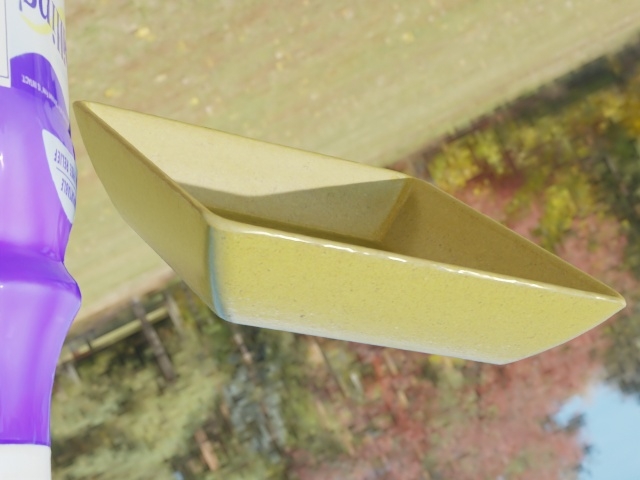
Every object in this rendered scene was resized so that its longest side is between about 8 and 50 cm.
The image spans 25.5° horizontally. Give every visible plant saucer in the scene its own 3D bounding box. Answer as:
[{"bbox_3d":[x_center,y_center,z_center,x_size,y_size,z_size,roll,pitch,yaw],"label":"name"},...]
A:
[{"bbox_3d":[0.000,0.000,1.055,0.333,0.081,0.333,12,-167,-28],"label":"plant saucer"}]

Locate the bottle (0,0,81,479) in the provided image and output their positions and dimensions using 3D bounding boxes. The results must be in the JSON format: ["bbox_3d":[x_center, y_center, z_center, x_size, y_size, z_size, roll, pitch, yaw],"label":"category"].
[{"bbox_3d":[-0.135,-0.044,0.505,0.092,0.282,0.118,-5,166,-2],"label":"bottle"}]
